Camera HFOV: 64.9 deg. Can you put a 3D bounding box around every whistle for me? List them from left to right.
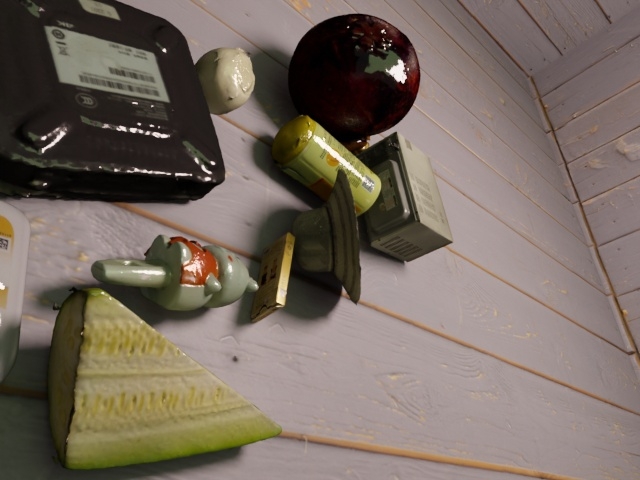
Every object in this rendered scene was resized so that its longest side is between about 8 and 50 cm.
[{"bbox_3d":[-0.188,0.047,0.696,0.253,0.102,0.105,8,68,-50],"label":"whistle"}]

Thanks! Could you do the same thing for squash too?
[{"bbox_3d":[-0.174,0.152,0.625,0.289,0.111,0.203,6,95,-42],"label":"squash"}]

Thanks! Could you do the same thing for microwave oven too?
[{"bbox_3d":[0.181,-0.097,1.166,0.194,0.145,0.240,20,52,-44],"label":"microwave oven"}]

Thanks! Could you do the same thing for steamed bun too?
[{"bbox_3d":[-0.186,-0.297,0.920,0.091,0.113,0.130,46,45,-48],"label":"steamed bun"}]

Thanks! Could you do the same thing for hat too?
[{"bbox_3d":[0.000,0.000,0.923,0.110,0.252,0.252,-6,63,-5],"label":"hat"}]

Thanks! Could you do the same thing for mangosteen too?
[{"bbox_3d":[0.072,-0.359,1.143,0.297,0.293,0.297,1,80,-8],"label":"mangosteen"}]

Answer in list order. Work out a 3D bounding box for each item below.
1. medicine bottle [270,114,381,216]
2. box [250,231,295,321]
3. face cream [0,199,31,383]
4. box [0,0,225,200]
[{"bbox_3d":[0.008,-0.152,1.040,0.239,0.124,0.124,35,43,-27],"label":"medicine bottle"},{"bbox_3d":[-0.078,0.060,0.834,0.020,0.073,0.149,32,45,-28],"label":"box"},{"bbox_3d":[-0.372,0.085,0.489,0.144,0.071,0.291,17,54,-41],"label":"face cream"},{"bbox_3d":[-0.323,-0.224,0.737,0.359,0.091,0.350,-3,68,-49],"label":"box"}]
